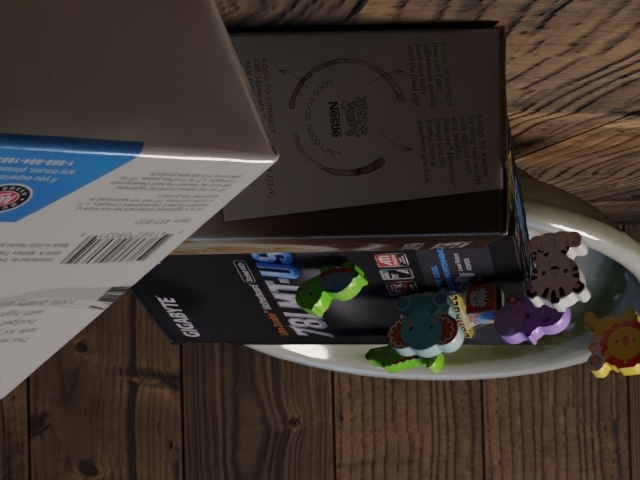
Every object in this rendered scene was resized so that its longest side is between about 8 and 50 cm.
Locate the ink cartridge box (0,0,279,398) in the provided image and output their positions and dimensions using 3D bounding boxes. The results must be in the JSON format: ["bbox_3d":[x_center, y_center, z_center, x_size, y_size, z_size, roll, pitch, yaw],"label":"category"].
[{"bbox_3d":[-0.141,-0.014,0.770,0.148,0.086,0.203,0,150,-47],"label":"ink cartridge box"}]

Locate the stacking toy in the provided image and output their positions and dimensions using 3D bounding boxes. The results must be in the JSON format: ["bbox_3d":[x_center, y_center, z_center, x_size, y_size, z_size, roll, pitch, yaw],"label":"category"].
[{"bbox_3d":[0.110,0.059,1.402,0.221,0.052,0.167,-8,155,21],"label":"stacking toy"}]

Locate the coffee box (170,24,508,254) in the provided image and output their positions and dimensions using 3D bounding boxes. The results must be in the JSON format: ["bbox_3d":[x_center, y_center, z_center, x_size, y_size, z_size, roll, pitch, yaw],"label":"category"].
[{"bbox_3d":[-0.038,-0.044,0.960,0.246,0.098,0.141,-1,178,0],"label":"coffee box"}]

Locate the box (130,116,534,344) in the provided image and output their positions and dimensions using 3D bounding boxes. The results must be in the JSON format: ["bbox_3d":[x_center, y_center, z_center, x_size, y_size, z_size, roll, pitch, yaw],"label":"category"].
[{"bbox_3d":[0.000,0.000,1.431,0.293,0.073,0.295,-2,157,9],"label":"box"}]

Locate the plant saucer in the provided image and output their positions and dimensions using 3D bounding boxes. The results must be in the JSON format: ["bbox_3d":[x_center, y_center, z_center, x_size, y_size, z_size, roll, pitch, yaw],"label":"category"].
[{"bbox_3d":[0.087,0.010,1.661,0.400,0.101,0.400,3,158,1],"label":"plant saucer"}]
